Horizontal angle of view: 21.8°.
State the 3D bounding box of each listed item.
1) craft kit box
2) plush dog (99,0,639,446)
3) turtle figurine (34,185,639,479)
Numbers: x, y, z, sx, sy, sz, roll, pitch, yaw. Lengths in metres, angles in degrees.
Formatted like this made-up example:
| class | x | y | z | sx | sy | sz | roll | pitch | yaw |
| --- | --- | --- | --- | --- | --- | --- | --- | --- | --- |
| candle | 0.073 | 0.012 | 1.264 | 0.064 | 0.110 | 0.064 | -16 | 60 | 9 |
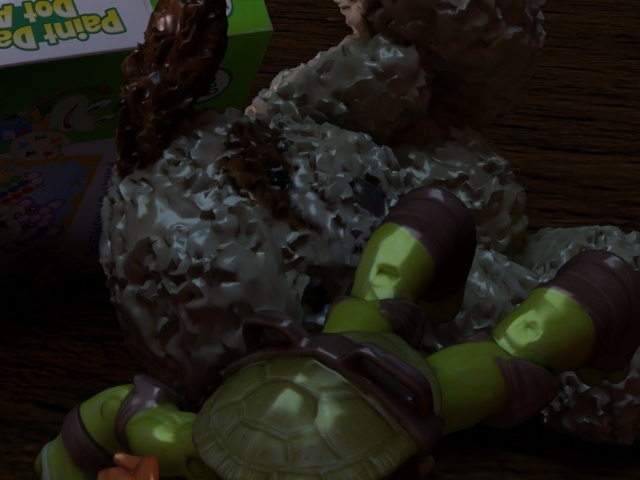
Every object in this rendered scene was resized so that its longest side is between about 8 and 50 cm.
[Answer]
| class | x | y | z | sx | sy | sz | roll | pitch | yaw |
| --- | --- | --- | --- | --- | --- | --- | --- | --- | --- |
| craft kit box | -0.169 | -0.044 | 0.844 | 0.247 | 0.061 | 0.250 | -13 | -22 | -21 |
| plush dog | 0.000 | 0.000 | 0.727 | 0.225 | 0.262 | 0.211 | -10 | -16 | -47 |
| turtle figurine | -0.002 | 0.056 | 0.540 | 0.270 | 0.087 | 0.217 | 8 | 31 | 34 |
